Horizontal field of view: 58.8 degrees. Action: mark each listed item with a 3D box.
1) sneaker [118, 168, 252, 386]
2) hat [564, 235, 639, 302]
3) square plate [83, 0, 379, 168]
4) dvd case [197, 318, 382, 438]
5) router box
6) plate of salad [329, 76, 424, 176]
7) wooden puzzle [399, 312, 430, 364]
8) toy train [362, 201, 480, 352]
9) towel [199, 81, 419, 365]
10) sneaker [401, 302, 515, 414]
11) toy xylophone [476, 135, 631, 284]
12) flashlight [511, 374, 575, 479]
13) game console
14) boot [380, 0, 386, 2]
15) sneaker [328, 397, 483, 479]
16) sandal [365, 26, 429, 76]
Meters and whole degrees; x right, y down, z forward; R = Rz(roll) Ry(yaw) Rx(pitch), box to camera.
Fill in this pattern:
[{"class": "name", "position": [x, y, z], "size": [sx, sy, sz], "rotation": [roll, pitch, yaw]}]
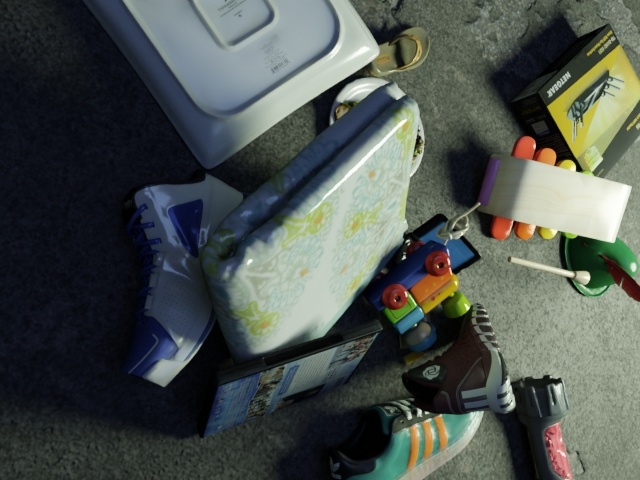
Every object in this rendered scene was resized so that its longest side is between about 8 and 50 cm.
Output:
[{"class": "sneaker", "position": [-0.210, 0.025, 0.773], "size": [0.182, 0.127, 0.315], "rotation": [34, 63, -17]}, {"class": "hat", "position": [0.637, 0.038, 1.171], "size": [0.173, 0.183, 0.208], "rotation": [-17, 93, -28]}, {"class": "square plate", "position": [-0.127, -0.341, 0.840], "size": [0.347, 0.049, 0.344], "rotation": [-37, 100, -11]}, {"class": "dvd case", "position": [-0.045, 0.197, 0.810], "size": [0.253, 0.180, 0.022], "rotation": [-13, 56, -28]}, {"class": "router box", "position": [0.578, -0.286, 1.234], "size": [0.309, 0.081, 0.243], "rotation": [-43, 105, -25]}, {"class": "plate of salad", "position": [0.107, -0.192, 0.995], "size": [0.200, 0.048, 0.199], "rotation": [4, 82, -27]}, {"class": "wooden puzzle", "position": [0.170, 0.156, 1.009], "size": [0.079, 0.014, 0.116], "rotation": [-10, 89, -28]}, {"class": "toy train", "position": [0.208, 0.066, 0.953], "size": [0.248, 0.105, 0.143], "rotation": [-37, 107, -5]}, {"class": "towel", "position": [0.000, 0.000, 0.787], "size": [0.090, 0.320, 0.374], "rotation": [31, 61, 25]}, {"class": "sneaker", "position": [0.214, 0.195, 0.946], "size": [0.163, 0.281, 0.106], "rotation": [-15, 102, 11]}, {"class": "toy xylophone", "position": [0.457, -0.052, 1.109], "size": [0.323, 0.081, 0.236], "rotation": [20, 96, -16]}, {"class": "flashlight", "position": [0.458, 0.413, 1.083], "size": [0.103, 0.103, 0.304], "rotation": [-12, 91, -27]}, {"class": "game console", "position": [0.207, 0.034, 1.008], "size": [0.122, 0.071, 0.107], "rotation": [44, 60, -16]}, {"class": "boot", "position": [0.061, -0.441, 0.983], "size": [0.161, 0.083, 0.246], "rotation": [3, 85, -33]}, {"class": "sneaker", "position": [0.144, 0.305, 0.926], "size": [0.302, 0.108, 0.121], "rotation": [-31, 103, -25]}, {"class": "sandal", "position": [0.148, -0.343, 1.026], "size": [0.180, 0.049, 0.072], "rotation": [-33, 100, -37]}]
